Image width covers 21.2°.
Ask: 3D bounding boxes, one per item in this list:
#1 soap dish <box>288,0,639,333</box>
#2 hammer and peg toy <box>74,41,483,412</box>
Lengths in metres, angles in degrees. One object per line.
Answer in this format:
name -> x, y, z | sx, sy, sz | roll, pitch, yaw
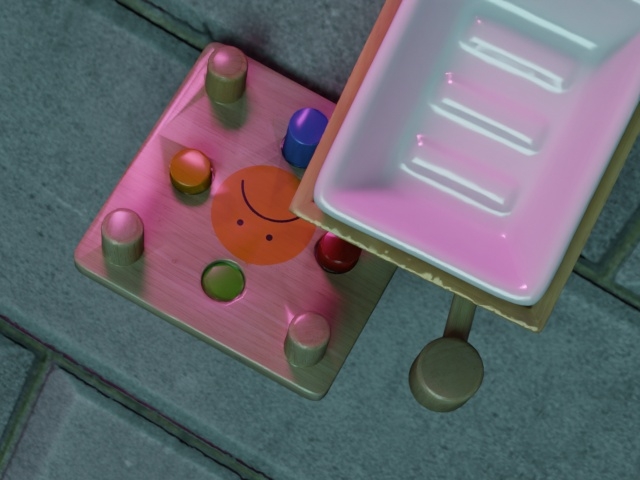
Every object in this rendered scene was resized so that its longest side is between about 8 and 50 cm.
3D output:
soap dish -> 0.138, -0.104, 1.398 | 0.229, 0.118, 0.290 | 26, 92, 5
hammer and peg toy -> 0.000, 0.000, 1.519 | 0.361, 0.266, 0.127 | 28, 159, 4
